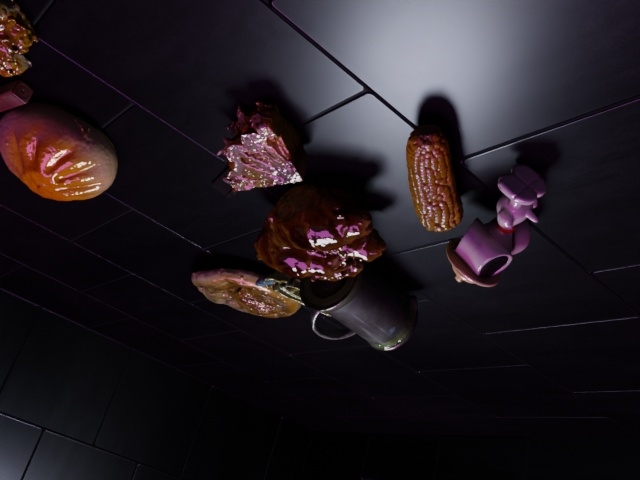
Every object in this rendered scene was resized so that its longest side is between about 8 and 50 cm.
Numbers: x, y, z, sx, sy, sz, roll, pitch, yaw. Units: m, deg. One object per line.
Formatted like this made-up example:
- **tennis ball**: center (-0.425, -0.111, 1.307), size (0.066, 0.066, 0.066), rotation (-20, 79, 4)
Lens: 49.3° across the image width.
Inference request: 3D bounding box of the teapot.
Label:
- **teapot**: center (0.100, 0.186, 1.932), size (0.270, 0.200, 0.337), rotation (-39, 132, 16)

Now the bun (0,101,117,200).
- **bun**: center (-0.650, -0.193, 1.705), size (0.298, 0.165, 0.299), rotation (12, 154, 6)

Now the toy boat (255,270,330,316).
- **toy boat**: center (-0.056, 0.142, 2.114), size (0.276, 0.084, 0.111), rotation (23, 151, -21)

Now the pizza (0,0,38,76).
- **pizza**: center (-0.661, -0.395, 1.400), size (0.161, 0.086, 0.305), rotation (27, 154, -23)

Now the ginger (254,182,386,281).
- **ginger**: center (0.001, -0.005, 1.654), size (0.274, 0.152, 0.357), rotation (34, 144, -5)

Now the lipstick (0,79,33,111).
- **lipstick**: center (-0.724, -0.331, 1.609), size (0.145, 0.045, 0.045), rotation (-3, 149, 37)

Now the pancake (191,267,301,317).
- **pancake**: center (-0.247, 0.174, 2.281), size (0.386, 0.082, 0.387), rotation (13, 158, 5)

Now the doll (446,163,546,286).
- **doll**: center (0.354, -0.025, 1.434), size (0.144, 0.208, 0.271), rotation (47, 171, 24)

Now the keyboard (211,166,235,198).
- **keyboard**: center (-0.206, -0.152, 1.690), size (0.060, 0.018, 0.195), rotation (34, 150, -16)

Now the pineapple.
- **pineapple**: center (-0.116, -0.186, 1.462), size (0.186, 0.115, 0.236), rotation (24, 150, -14)

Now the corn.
- **corn**: center (0.223, -0.122, 1.403), size (0.101, 0.102, 0.313), rotation (5, 149, 23)
